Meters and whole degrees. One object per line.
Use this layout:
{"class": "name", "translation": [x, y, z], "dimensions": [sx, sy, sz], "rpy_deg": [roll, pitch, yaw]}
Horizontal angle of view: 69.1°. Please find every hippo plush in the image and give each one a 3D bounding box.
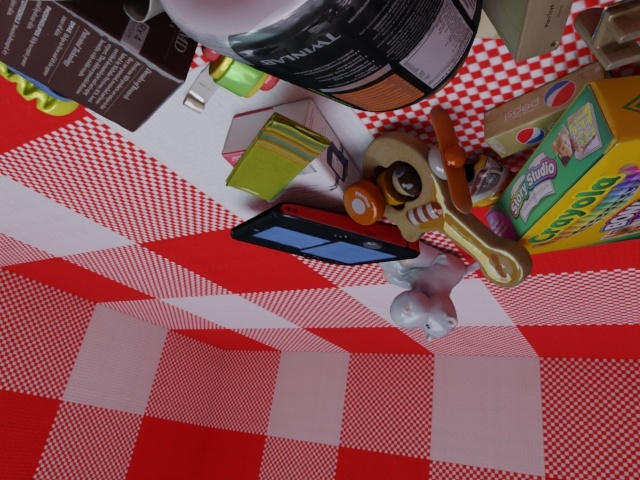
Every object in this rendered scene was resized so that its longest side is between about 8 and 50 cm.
{"class": "hippo plush", "translation": [0.286, 0.153, 1.274], "dimensions": [0.295, 0.236, 0.234], "rpy_deg": [14, 155, -10]}

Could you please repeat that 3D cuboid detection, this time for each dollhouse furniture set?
{"class": "dollhouse furniture set", "translation": [0.286, -0.304, 0.458], "dimensions": [0.242, 0.160, 0.212], "rpy_deg": [-17, 152, 4]}

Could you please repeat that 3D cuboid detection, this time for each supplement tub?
{"class": "supplement tub", "translation": [0.029, -0.238, 0.432], "dimensions": [0.207, 0.207, 0.338], "rpy_deg": [-5, -178, 28]}

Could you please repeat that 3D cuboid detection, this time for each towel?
{"class": "towel", "translation": [-0.083, -0.132, 0.807], "dimensions": [0.102, 0.021, 0.237], "rpy_deg": [23, 151, -21]}

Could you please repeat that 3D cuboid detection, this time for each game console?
{"class": "game console", "translation": [0.000, 0.000, 1.066], "dimensions": [0.342, 0.060, 0.387], "rpy_deg": [10, 169, -24]}

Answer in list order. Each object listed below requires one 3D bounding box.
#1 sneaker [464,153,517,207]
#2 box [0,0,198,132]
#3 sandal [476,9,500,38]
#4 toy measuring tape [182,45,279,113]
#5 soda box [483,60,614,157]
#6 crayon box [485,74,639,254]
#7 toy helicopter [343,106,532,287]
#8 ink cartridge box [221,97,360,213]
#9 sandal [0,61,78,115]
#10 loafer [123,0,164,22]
{"class": "sneaker", "translation": [0.276, -0.106, 0.927], "dimensions": [0.093, 0.088, 0.225], "rpy_deg": [38, 148, -12]}
{"class": "box", "translation": [-0.281, -0.285, 0.603], "dimensions": [0.203, 0.168, 0.167], "rpy_deg": [27, 150, -34]}
{"class": "sandal", "translation": [0.170, -0.265, 0.596], "dimensions": [0.240, 0.079, 0.088], "rpy_deg": [2, 154, 16]}
{"class": "toy measuring tape", "translation": [-0.144, -0.248, 0.705], "dimensions": [0.121, 0.121, 0.330], "rpy_deg": [24, 152, -30]}
{"class": "soda box", "translation": [0.345, -0.194, 0.709], "dimensions": [0.058, 0.061, 0.181], "rpy_deg": [27, 150, -35]}
{"class": "crayon box", "translation": [0.476, -0.099, 0.716], "dimensions": [0.313, 0.106, 0.363], "rpy_deg": [-9, 156, -5]}
{"class": "toy helicopter", "translation": [0.220, -0.064, 0.806], "dimensions": [0.355, 0.140, 0.235], "rpy_deg": [43, 140, 17]}
{"class": "ink cartridge box", "translation": [-0.047, -0.146, 0.907], "dimensions": [0.172, 0.100, 0.237], "rpy_deg": [-4, 151, 27]}
{"class": "sandal", "translation": [-0.477, -0.316, 0.683], "dimensions": [0.138, 0.126, 0.317], "rpy_deg": [-13, 156, 33]}
{"class": "loafer", "translation": [-0.189, -0.289, 0.498], "dimensions": [0.320, 0.111, 0.112], "rpy_deg": [-14, -176, -34]}
